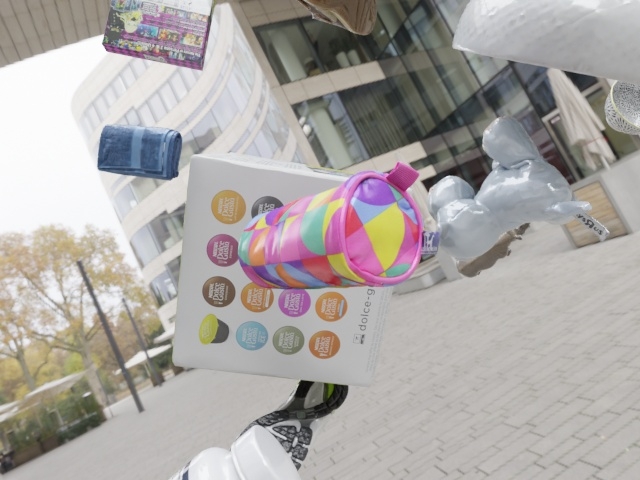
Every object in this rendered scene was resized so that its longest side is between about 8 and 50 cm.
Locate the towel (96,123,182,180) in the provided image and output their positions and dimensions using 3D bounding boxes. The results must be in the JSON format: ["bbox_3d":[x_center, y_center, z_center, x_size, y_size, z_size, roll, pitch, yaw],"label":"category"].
[{"bbox_3d":[-0.237,-0.116,0.551,0.120,0.067,0.029,9,5,20],"label":"towel"}]

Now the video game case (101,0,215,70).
[{"bbox_3d":[-0.386,-0.538,1.028,0.232,0.210,0.042,8,-9,-8],"label":"video game case"}]

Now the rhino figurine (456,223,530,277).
[{"bbox_3d":[0.450,0.018,1.092,0.106,0.073,0.243,-10,-29,-43],"label":"rhino figurine"}]

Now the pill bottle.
[{"bbox_3d":[-0.101,0.240,0.356,0.169,0.094,0.094,-39,-5,-6],"label":"pill bottle"}]

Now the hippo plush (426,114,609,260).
[{"bbox_3d":[0.339,-0.052,0.800,0.236,0.294,0.234,-38,-44,26],"label":"hippo plush"}]

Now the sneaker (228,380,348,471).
[{"bbox_3d":[-0.060,0.350,0.754,0.300,0.111,0.121,-29,-28,-46],"label":"sneaker"}]

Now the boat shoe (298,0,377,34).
[{"bbox_3d":[0.026,-0.627,1.096,0.342,0.123,0.123,-14,-56,-51],"label":"boat shoe"}]

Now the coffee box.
[{"bbox_3d":[-0.060,0.025,0.802,0.335,0.337,0.338,8,12,-5],"label":"coffee box"}]

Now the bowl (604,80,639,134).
[{"bbox_3d":[0.813,-0.338,1.111,0.170,0.170,0.080,-24,-15,-16],"label":"bowl"}]

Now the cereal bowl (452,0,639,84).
[{"bbox_3d":[0.391,-0.340,0.658,0.339,0.339,0.141,-20,-48,-45],"label":"cereal bowl"}]

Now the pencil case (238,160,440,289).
[{"bbox_3d":[0.000,0.000,0.422,0.104,0.104,0.236,-22,6,-33],"label":"pencil case"}]
